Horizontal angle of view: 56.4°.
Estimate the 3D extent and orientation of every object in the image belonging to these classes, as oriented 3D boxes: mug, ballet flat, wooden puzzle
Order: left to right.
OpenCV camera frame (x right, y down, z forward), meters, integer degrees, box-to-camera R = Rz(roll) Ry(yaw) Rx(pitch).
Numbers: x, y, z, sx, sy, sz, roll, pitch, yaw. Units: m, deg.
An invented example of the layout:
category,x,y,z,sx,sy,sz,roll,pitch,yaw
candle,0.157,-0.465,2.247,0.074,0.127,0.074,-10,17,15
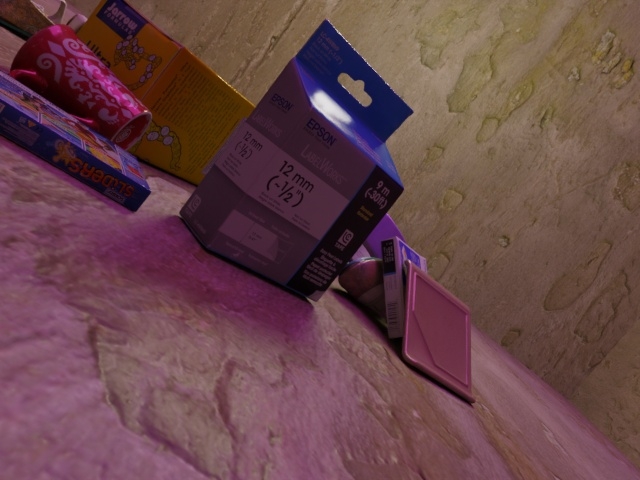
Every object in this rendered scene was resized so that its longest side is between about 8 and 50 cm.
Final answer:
category,x,y,z,sx,sy,sz,roll,pitch,yaw
ballet flat,-0.574,-0.466,1.310,0.123,0.123,0.348,42,7,27
mug,-0.346,-0.196,0.847,0.169,0.150,0.113,43,-30,-2
ballet flat,0.130,0.108,1.322,0.106,0.108,0.316,60,14,18
wooden puzzle,0.231,0.182,1.192,0.221,0.044,0.238,36,42,-33

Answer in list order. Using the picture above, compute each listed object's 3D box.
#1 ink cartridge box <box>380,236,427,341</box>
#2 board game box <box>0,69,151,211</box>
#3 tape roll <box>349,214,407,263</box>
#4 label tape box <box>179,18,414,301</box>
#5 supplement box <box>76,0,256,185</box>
category,x,y,z,sx,sy,sz,roll,pitch,yaw
ink cartridge box,0.189,0.117,1.279,0.208,0.045,0.206,28,54,-59
board game box,-0.306,-0.121,0.717,0.201,0.035,0.136,35,7,-34
tape roll,0.129,0.007,1.586,0.274,0.090,0.275,53,-12,17
label tape box,-0.002,-0.103,0.893,0.249,0.347,0.115,32,9,-45
supplement box,-0.272,-0.247,1.097,0.194,0.195,0.356,41,6,22
